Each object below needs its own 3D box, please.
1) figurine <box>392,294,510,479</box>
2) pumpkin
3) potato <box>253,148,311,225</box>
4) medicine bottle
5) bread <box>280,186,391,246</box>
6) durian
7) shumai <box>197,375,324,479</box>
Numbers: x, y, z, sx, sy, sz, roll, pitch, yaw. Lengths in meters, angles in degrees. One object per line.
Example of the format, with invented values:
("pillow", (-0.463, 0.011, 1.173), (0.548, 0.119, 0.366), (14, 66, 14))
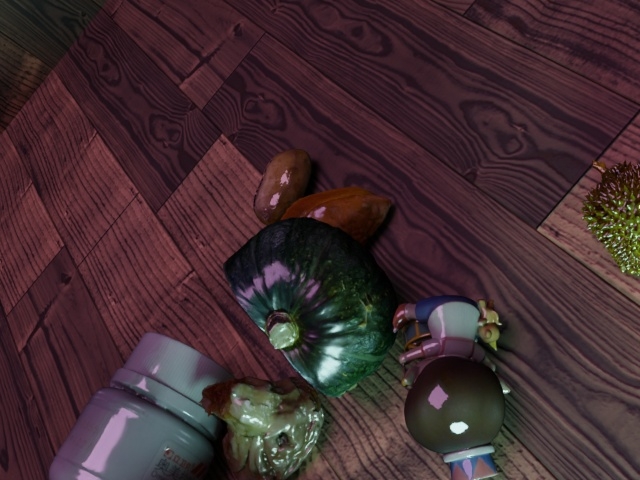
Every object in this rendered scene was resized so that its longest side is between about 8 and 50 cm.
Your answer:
("figurine", (0.187, 0.213, 1.286), (0.158, 0.161, 0.275), (109, 165, -52))
("pumpkin", (0.004, 0.085, 1.437), (0.197, 0.293, 0.263), (-44, 2, 7))
("potato", (-0.075, -0.105, 1.784), (0.107, 0.080, 0.170), (4, 70, 36))
("medicine bottle", (-0.301, 0.341, 1.570), (0.245, 0.245, 0.306), (4, 59, 44))
("bread", (-0.002, -0.008, 1.611), (0.260, 0.134, 0.129), (-52, 40, 2))
("durian", (0.437, -0.061, 1.266), (0.146, 0.102, 0.208), (-42, 38, 22))
("shumai", (-0.111, 0.302, 1.472), (0.206, 0.175, 0.166), (-53, 41, 7))
